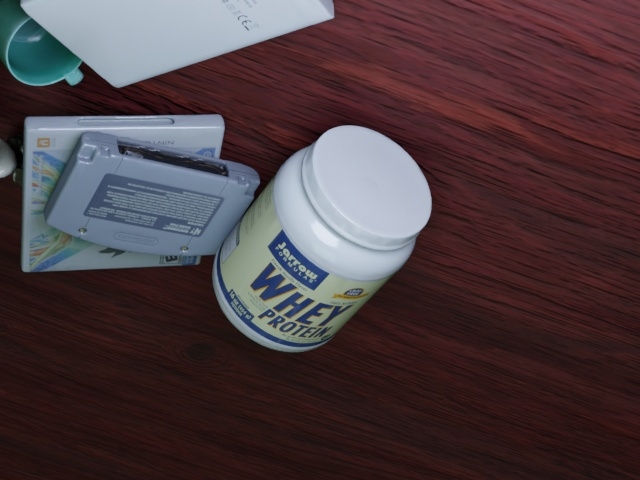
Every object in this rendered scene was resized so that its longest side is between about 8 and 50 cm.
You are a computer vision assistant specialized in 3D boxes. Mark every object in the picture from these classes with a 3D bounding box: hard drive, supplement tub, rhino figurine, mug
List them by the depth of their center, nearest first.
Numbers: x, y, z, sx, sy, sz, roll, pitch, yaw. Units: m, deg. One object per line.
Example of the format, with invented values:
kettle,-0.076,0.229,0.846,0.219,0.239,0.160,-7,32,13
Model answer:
hard drive,-0.190,-0.323,1.703,0.353,0.047,0.233,-15,151,22
mug,-0.412,-0.293,1.819,0.129,0.097,0.157,-18,141,-28
supplement tub,0.000,0.000,1.912,0.235,0.235,0.325,29,136,-12
rhino figurine,-0.441,-0.081,2.073,0.073,0.106,0.243,-37,126,-5

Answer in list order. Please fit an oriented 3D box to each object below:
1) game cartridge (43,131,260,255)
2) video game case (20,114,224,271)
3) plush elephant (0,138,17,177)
game cartridge,-0.267,-0.062,1.958,0.297,0.062,0.198,11,137,-30
video game case,-0.320,-0.070,1.998,0.300,0.036,0.329,-2,140,-16
plush elephant,-0.592,-0.190,1.871,0.255,0.272,0.330,59,152,5
